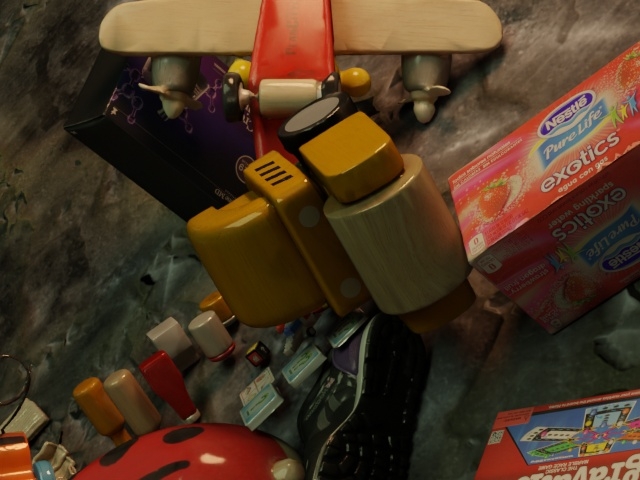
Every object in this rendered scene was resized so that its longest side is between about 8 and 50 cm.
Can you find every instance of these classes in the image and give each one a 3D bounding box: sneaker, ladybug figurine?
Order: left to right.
[{"bbox_3d":[-0.206,0.345,2.008,0.449,0.162,0.305,-35,35,21],"label":"ladybug figurine"},{"bbox_3d":[0.026,0.216,1.940,0.124,0.107,0.283,-28,31,44],"label":"sneaker"}]

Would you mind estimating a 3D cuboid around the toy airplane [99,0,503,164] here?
[{"bbox_3d":[-0.028,-0.251,2.246,0.384,0.272,0.386,-41,65,-16],"label":"toy airplane"}]

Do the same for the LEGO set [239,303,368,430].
[{"bbox_3d":[-0.040,0.116,2.075,0.182,0.060,0.244,-44,10,0],"label":"LEGO set"}]

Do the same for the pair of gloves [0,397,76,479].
[{"bbox_3d":[-0.424,0.328,2.392,0.204,0.042,0.240,-48,34,1],"label":"pair of gloves"}]

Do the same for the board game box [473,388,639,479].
[{"bbox_3d":[0.264,0.207,1.699,0.281,0.027,0.145,-15,38,41],"label":"board game box"}]

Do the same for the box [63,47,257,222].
[{"bbox_3d":[-0.188,-0.157,2.391,0.103,0.261,0.184,-9,51,49],"label":"box"}]

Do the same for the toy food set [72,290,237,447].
[{"bbox_3d":[-0.182,0.172,2.244,0.232,0.104,0.111,-35,18,-11],"label":"toy food set"}]

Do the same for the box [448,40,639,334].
[{"bbox_3d":[0.299,-0.062,1.833,0.300,0.154,0.142,-37,35,22],"label":"box"}]

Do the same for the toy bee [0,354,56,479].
[{"bbox_3d":[-0.379,0.303,2.244,0.162,0.195,0.298,172,114,-71],"label":"toy bee"}]

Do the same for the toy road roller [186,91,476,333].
[{"bbox_3d":[0.000,0.000,1.945,0.240,0.202,0.329,-33,21,-6],"label":"toy road roller"}]
